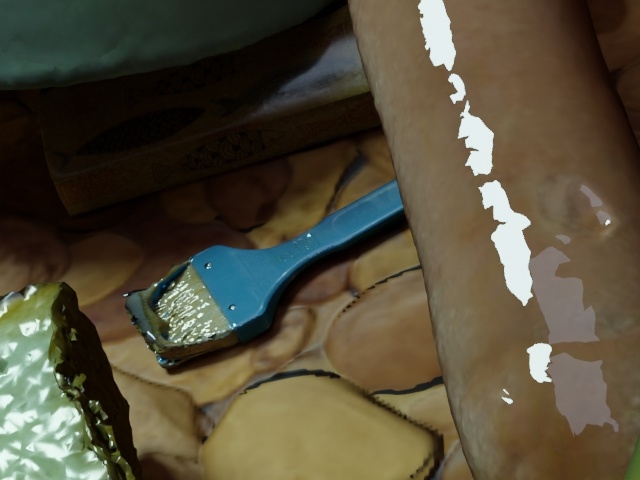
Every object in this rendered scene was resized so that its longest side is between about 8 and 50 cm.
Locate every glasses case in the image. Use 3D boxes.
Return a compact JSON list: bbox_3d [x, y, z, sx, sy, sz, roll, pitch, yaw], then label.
[{"bbox_3d":[-0.037,-0.066,0.765,0.170,0.041,0.064,-16,44,5],"label":"glasses case"}]

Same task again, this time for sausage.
[{"bbox_3d":[0.060,-0.070,0.642,0.094,0.094,0.419,3,51,-20],"label":"sausage"}]

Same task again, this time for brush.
[{"bbox_3d":[0.000,0.000,0.704,0.164,0.014,0.051,-29,45,-9],"label":"brush"}]

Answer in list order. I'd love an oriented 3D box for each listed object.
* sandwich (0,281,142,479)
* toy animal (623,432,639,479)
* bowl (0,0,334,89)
[{"bbox_3d":[-0.134,0.185,0.511,0.271,0.099,0.301,-31,47,-4],"label":"sandwich"},{"bbox_3d":[0.172,0.069,0.413,0.191,0.216,0.338,24,46,4],"label":"toy animal"},{"bbox_3d":[-0.128,-0.183,0.772,0.289,0.146,0.289,-3,27,1],"label":"bowl"}]
